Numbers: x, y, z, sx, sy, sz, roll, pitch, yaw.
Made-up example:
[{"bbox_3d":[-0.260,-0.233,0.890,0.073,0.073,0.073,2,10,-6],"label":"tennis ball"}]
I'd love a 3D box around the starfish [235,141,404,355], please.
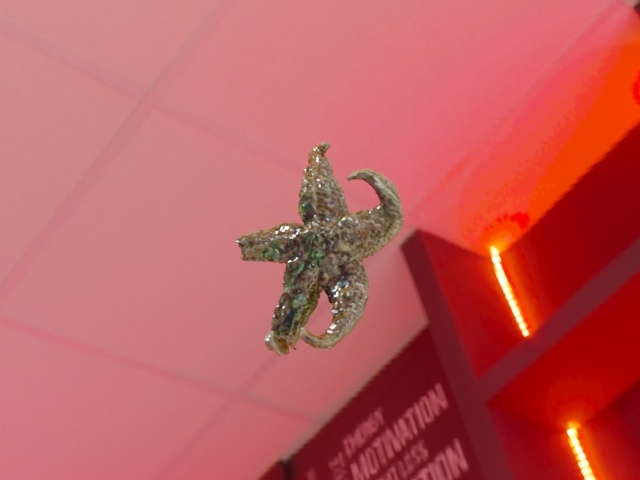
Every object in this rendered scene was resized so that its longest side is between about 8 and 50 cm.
[{"bbox_3d":[0.000,0.005,1.009,0.150,0.209,0.053,-3,-27,1],"label":"starfish"}]
